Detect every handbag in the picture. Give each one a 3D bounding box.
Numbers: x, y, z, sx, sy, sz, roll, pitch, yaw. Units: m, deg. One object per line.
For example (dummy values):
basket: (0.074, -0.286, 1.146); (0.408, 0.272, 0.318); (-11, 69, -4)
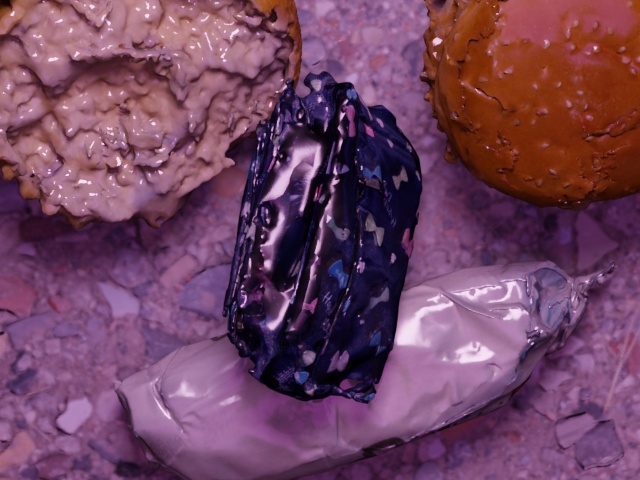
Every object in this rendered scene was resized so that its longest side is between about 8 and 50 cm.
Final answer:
handbag: (0.000, 0.000, 1.454); (0.113, 0.162, 0.260); (5, 75, 26)

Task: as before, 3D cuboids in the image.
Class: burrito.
burrito: (0.047, 0.113, 1.553); (0.446, 0.101, 0.139); (-17, 89, 4)

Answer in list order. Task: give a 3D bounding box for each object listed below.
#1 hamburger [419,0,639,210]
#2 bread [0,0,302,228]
hamburger: (0.191, -0.145, 1.434); (0.260, 0.211, 0.245); (38, 108, -15)
bread: (-0.150, -0.146, 1.440); (0.274, 0.149, 0.274); (-16, 134, -17)
